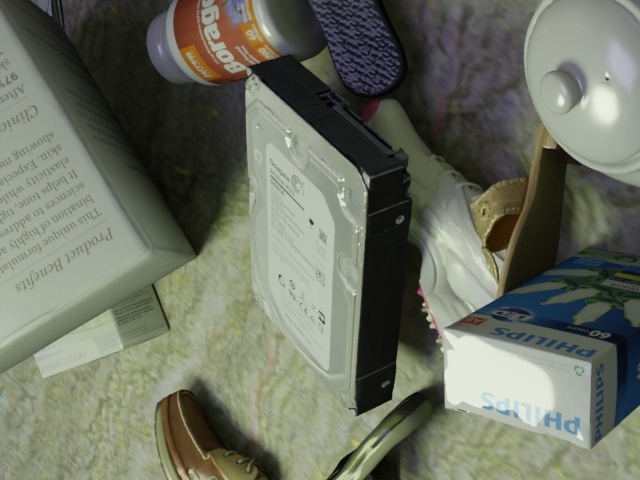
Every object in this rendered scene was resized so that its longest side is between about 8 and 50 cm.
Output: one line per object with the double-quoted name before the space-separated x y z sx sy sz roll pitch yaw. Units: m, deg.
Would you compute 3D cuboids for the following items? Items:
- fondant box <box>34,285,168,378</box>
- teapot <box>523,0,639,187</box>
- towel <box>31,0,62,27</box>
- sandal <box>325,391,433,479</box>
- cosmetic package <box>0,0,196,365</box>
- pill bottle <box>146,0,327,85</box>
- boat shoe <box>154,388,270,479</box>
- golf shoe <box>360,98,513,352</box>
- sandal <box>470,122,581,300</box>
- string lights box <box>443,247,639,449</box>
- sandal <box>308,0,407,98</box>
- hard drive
"fondant box" -0.386 0.023 1.506 0.238 0.096 0.330 -22 87 43
"teapot" 0.255 -0.136 0.784 0.256 0.187 0.252 20 129 56
"towel" -0.440 -0.365 1.475 0.152 0.023 0.113 11 110 39
"sandal" 0.053 0.302 1.201 0.086 0.120 0.303 41 128 7
"cosmetic package" -0.411 -0.065 1.233 0.329 0.327 0.393 -31 88 1
"pill bottle" -0.099 -0.246 1.146 0.216 0.121 0.121 -8 98 43
"boat shoe" -0.123 0.352 1.381 0.120 0.122 0.324 -30 72 11
"golf shoe" 0.145 -0.022 1.030 0.140 0.115 0.306 -27 85 24
"sandal" 0.184 -0.034 0.946 0.079 0.088 0.240 14 80 38
"string lights box" 0.232 0.083 0.865 0.133 0.260 0.076 11 111 38
"sandal" 0.025 -0.274 1.059 0.097 0.054 0.254 -13 92 19
"hard drive" 0.000 0.000 1.082 0.237 0.064 0.339 46 147 39
